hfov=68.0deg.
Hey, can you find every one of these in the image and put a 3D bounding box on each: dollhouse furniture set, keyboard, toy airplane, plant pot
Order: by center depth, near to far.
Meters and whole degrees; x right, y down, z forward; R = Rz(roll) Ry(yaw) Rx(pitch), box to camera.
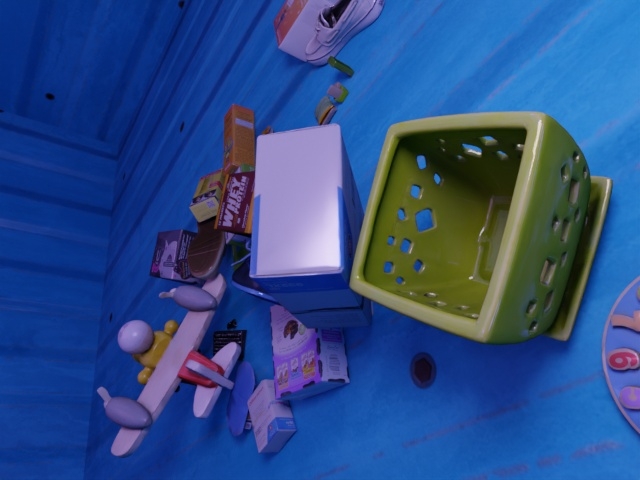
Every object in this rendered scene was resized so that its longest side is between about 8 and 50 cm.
[{"bbox_3d":[0.198,-0.007,0.573,0.227,0.207,0.229,17,91,56],"label":"plant pot"},{"bbox_3d":[0.014,-0.342,1.104,0.152,0.058,0.076,-55,38,28],"label":"dollhouse furniture set"},{"bbox_3d":[-0.391,0.300,1.224,0.384,0.272,0.386,-41,29,18],"label":"toy airplane"},{"bbox_3d":[-0.252,0.270,1.299,0.180,0.023,0.108,-15,65,52],"label":"keyboard"}]

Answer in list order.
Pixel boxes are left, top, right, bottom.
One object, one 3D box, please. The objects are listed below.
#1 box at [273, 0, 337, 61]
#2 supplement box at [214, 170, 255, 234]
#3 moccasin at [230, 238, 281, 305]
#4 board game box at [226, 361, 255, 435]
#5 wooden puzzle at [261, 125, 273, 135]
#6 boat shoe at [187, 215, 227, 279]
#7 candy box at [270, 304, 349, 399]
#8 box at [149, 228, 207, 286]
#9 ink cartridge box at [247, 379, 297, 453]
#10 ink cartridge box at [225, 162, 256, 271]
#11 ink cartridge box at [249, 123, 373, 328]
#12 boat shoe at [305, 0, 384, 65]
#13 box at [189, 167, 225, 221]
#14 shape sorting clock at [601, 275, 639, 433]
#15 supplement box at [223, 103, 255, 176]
[{"bbox_3d":[-0.038,-0.588,1.245,0.170,0.090,0.130,-44,45,38],"label":"box"},{"bbox_3d":[-0.099,-0.062,1.042,0.191,0.194,0.129,7,84,57],"label":"supplement box"},{"bbox_3d":[-0.119,0.052,0.992,0.117,0.137,0.342,-65,14,-2],"label":"moccasin"},{"bbox_3d":[-0.180,0.380,1.144,0.133,0.033,0.169,7,81,63],"label":"board game box"},{"bbox_3d":[-0.149,-0.278,1.363,0.078,0.014,0.117,-33,52,51],"label":"wooden puzzle"},{"bbox_3d":[-0.311,0.014,1.379,0.109,0.098,0.302,-18,38,6],"label":"boat shoe"},{"bbox_3d":[-0.028,0.202,0.949,0.164,0.070,0.197,-36,50,44],"label":"candy box"},{"bbox_3d":[-0.451,0.058,1.562,0.247,0.142,0.164,-2,76,56],"label":"box"},{"bbox_3d":[-0.106,0.374,1.016,0.089,0.052,0.123,-56,40,27],"label":"ink cartridge box"},{"bbox_3d":[-0.225,-0.056,1.315,0.255,0.096,0.189,-43,46,39],"label":"ink cartridge box"},{"bbox_3d":[0.000,0.000,0.765,0.128,0.307,0.224,-6,66,11],"label":"ink cartridge box"},{"bbox_3d":[0.031,-0.506,1.114,0.267,0.088,0.096,-12,68,53],"label":"boat shoe"},{"bbox_3d":[-0.333,-0.143,1.449,0.087,0.058,0.232,-22,28,8],"label":"box"},{"bbox_3d":[0.363,0.110,0.436,0.206,0.040,0.207,-26,57,49],"label":"shape sorting clock"},{"bbox_3d":[-0.251,-0.302,1.464,0.078,0.080,0.234,-37,51,46],"label":"supplement box"}]
